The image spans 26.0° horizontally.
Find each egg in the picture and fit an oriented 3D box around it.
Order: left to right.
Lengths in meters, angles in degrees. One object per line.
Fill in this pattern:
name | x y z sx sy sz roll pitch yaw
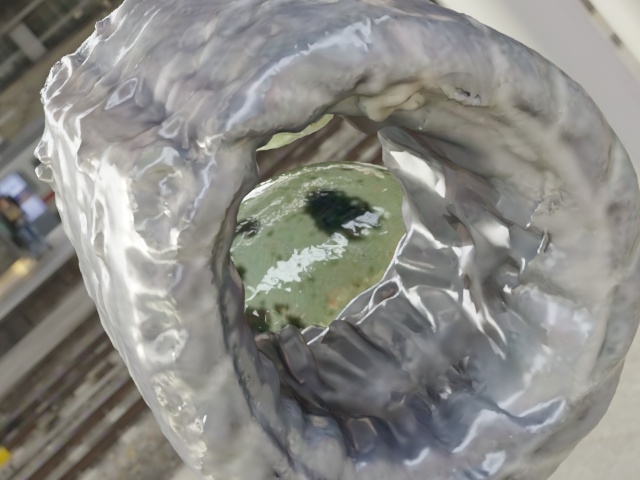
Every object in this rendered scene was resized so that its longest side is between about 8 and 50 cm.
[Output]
egg | 0.000 0.040 0.856 0.228 0.177 0.177 -8 -18 -46

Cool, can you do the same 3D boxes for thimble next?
thimble | 0.000 0.000 0.559 0.205 0.236 0.172 -52 35 0

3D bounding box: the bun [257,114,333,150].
bun | -0.030 -0.151 1.218 0.195 0.118 0.195 -38 -8 -6
